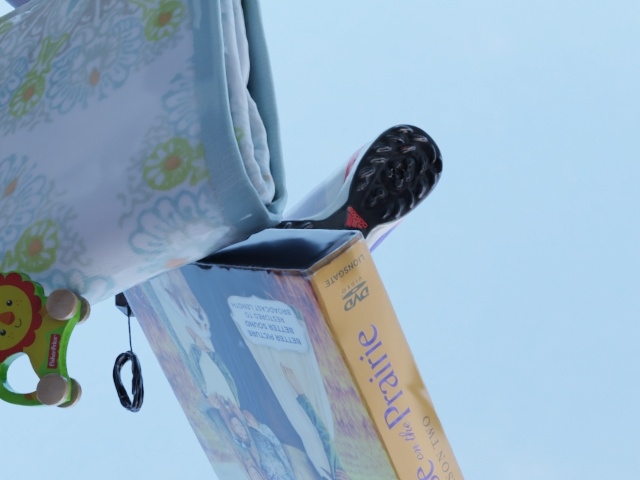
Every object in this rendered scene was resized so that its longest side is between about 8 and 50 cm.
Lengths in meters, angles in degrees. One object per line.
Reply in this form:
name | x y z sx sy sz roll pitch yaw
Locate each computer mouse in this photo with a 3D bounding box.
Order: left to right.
computer mouse | -0.235 0.105 1.262 0.071 0.041 0.242 -22 -119 39

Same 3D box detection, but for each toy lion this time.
toy lion | -0.223 0.072 0.721 0.096 0.034 0.100 1 -103 9

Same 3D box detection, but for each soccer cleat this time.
soccer cleat | 0.000 0.000 1.031 0.318 0.116 0.108 -43 -87 -22

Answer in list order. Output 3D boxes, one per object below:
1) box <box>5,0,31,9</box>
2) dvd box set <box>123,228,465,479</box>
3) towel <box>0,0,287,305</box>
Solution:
box | -0.233 -0.330 1.063 0.203 0.167 0.168 -16 -134 43
dvd box set | -0.005 0.185 0.827 0.062 0.420 0.308 -35 -158 -32
towel | -0.193 -0.106 0.851 0.320 0.090 0.374 -25 -130 20
